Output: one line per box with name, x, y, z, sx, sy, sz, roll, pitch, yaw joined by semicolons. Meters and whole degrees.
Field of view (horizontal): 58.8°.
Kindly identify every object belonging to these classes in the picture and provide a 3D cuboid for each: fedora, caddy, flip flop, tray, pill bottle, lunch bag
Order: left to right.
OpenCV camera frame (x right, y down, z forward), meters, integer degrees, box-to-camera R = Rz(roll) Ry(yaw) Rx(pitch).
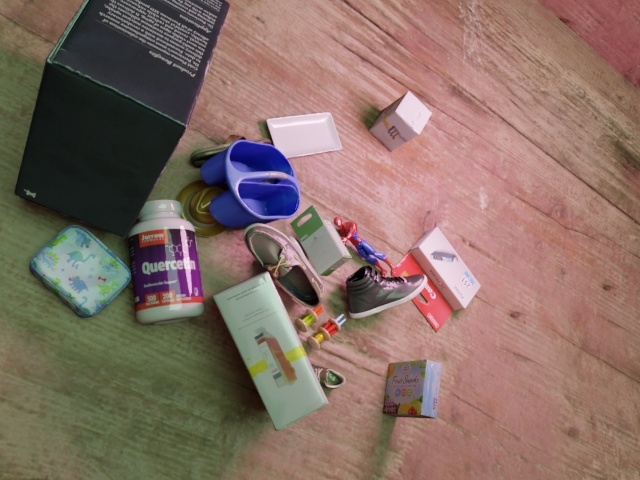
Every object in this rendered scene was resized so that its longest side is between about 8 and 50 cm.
lunch bag;-0.620;0.080;1.482;0.219;0.090;0.176;45;60;-12
pill bottle;-0.424;0.060;1.549;0.182;0.181;0.322;-4;78;-31
fedora;-0.335;-0.106;1.710;0.194;0.079;0.194;8;72;-28
flip flop;-0.281;-0.292;1.791;0.277;0.112;0.080;-14;69;-27
caddy;-0.190;-0.168;1.696;0.341;0.179;0.241;-5;77;-58
tray;-0.057;-0.364;1.977;0.270;0.030;0.145;-14;83;-33

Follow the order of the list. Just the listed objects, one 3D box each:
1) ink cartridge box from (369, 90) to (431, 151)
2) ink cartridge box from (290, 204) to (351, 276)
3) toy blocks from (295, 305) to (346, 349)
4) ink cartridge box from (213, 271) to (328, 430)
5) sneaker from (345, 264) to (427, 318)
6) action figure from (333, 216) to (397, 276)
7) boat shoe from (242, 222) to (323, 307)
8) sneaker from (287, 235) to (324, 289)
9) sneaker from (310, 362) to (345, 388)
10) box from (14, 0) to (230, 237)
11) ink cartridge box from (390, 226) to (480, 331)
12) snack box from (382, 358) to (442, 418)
ink cartridge box;0.298;-0.444;2.122;0.127;0.176;0.128;41;60;-15
ink cartridge box;0.000;0.000;1.840;0.062;0.109;0.209;8;47;-60
toy blocks;0.006;0.260;1.824;0.148;0.054;0.123;-37;97;-33
ink cartridge box;-0.142;0.290;1.576;0.160;0.279;0.384;-24;90;-9
sneaker;0.216;0.139;1.893;0.296;0.104;0.146;-22;109;-11
action figure;0.128;0.043;1.933;0.280;0.091;0.139;48;49;-11
boat shoe;-0.106;0.079;1.696;0.117;0.096;0.324;-38;117;6
sneaker;-0.089;0.104;1.810;0.121;0.079;0.217;-35;106;-13
sneaker;-0.008;0.412;1.753;0.192;0.086;0.064;24;65;-23
box;-0.482;-0.350;1.390;0.297;0.480;0.471;25;50;-20
ink cartridge box;0.433;0.142;2.104;0.296;0.066;0.261;52;57;-8
snack box;0.296;0.482;1.841;0.070;0.207;0.174;21;67;-24
